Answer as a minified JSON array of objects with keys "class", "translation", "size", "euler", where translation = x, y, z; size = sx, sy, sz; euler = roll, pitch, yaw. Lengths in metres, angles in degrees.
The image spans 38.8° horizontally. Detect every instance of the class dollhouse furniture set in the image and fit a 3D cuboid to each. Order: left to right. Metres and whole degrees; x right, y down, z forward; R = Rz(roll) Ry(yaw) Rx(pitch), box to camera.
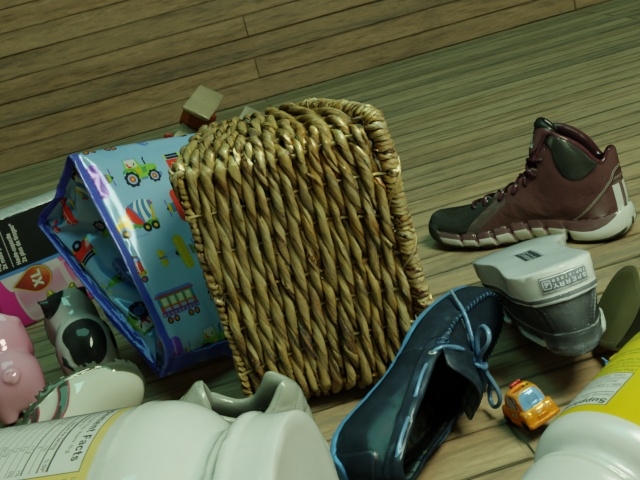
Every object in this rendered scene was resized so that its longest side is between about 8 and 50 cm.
[{"class":"dollhouse furniture set","translation":[-0.133,-0.084,1.415],"size":[0.259,0.262,0.135],"euler":[24,34,-4]}]

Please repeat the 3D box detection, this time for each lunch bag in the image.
[{"class":"lunch bag","translation":[-0.167,0.024,1.126],"size":[0.221,0.293,0.138],"euler":[-18,-25,-46]}]

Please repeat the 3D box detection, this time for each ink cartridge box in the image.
[{"class":"ink cartridge box","translation":[-0.453,0.033,1.407],"size":[0.371,0.175,0.069],"euler":[-23,22,-23]}]

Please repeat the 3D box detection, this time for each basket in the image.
[{"class":"basket","translation":[0.000,0.000,0.986],"size":[0.223,0.299,0.213],"euler":[-14,18,10]}]

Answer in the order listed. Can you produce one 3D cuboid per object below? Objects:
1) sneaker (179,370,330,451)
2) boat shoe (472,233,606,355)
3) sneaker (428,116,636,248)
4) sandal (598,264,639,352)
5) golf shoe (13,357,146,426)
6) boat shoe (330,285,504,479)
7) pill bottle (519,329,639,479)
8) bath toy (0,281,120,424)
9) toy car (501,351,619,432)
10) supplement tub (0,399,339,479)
[{"class":"sneaker","translation":[-0.128,0.190,0.820],"size":[0.262,0.121,0.099],"euler":[-18,19,-9]},{"class":"boat shoe","translation":[0.236,0.057,0.961],"size":[0.108,0.102,0.301],"euler":[-19,4,2]},{"class":"sneaker","translation":[0.269,-0.083,1.216],"size":[0.281,0.162,0.106],"euler":[-4,22,27]},{"class":"sandal","translation":[0.322,0.085,0.868],"size":[0.079,0.088,0.240],"euler":[28,7,6]},{"class":"golf shoe","translation":[-0.265,0.225,0.897],"size":[0.120,0.105,0.273],"euler":[23,45,36]},{"class":"boat shoe","translation":[0.116,0.140,0.836],"size":[0.089,0.109,0.258],"euler":[-4,37,45]},{"class":"pill bottle","translation":[0.217,0.142,0.600],"size":[0.119,0.119,0.208],"euler":[6,29,45]},{"class":"bath toy","translation":[-0.374,0.140,1.129],"size":[0.348,0.129,0.151],"euler":[-24,19,-22]},{"class":"toy car","translation":[0.218,0.127,0.818],"size":[0.122,0.040,0.060],"euler":[-28,8,3]},{"class":"supplement tub","translation":[-0.157,0.229,0.556],"size":[0.331,0.241,0.241],"euler":[-11,20,11]}]
